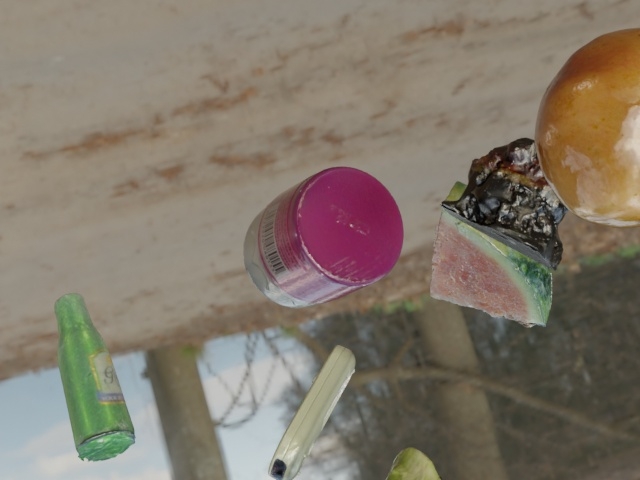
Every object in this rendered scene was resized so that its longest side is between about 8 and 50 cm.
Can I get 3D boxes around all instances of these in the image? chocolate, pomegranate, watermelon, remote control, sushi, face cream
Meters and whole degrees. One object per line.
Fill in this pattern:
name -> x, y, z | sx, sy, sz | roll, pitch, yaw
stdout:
chocolate -> -0.399, 0.226, 2.203 | 0.110, 0.291, 0.110 | -16, 152, -9
pomegranate -> 0.323, -0.117, 1.321 | 0.209, 0.209, 0.209 | -15, 163, -5
watermelon -> 0.310, 0.030, 2.430 | 0.310, 0.193, 0.232 | 29, 168, -21
remote control -> -0.007, 0.222, 1.657 | 0.221, 0.042, 0.078 | -59, 170, -45
sushi -> 0.301, -0.072, 1.945 | 0.150, 0.172, 0.153 | -62, 156, -2
face cream -> 0.000, 0.000, 1.845 | 0.175, 0.175, 0.195 | -7, 171, -29

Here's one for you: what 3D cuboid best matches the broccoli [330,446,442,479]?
broccoli -> 0.078, 0.436, 2.002 | 0.252, 0.361, 0.221 | 27, 125, -11
